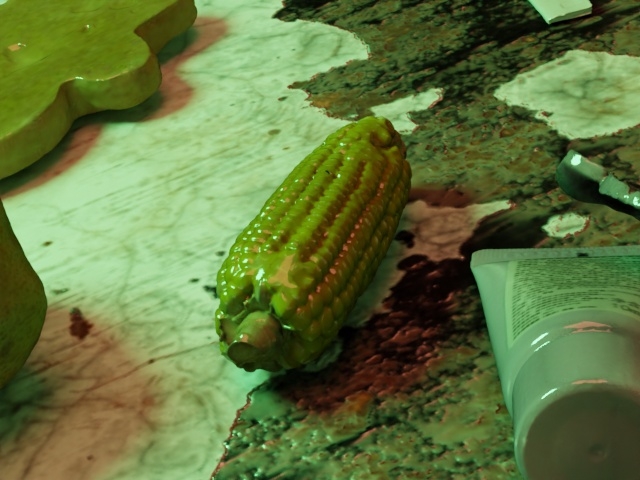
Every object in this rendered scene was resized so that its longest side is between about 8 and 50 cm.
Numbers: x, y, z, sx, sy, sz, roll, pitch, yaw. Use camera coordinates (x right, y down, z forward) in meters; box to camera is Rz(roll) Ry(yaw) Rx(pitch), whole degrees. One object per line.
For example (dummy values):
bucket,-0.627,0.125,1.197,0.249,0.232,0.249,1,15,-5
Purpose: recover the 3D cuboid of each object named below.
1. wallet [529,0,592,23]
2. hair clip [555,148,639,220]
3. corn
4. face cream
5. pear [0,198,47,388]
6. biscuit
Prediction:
wallet,0.207,-0.215,1.424,0.044,0.011,0.083,-16,35,-7
hair clip,0.241,0.006,1.005,0.146,0.056,0.187,25,18,-25
corn,0.000,0.000,1.114,0.097,0.097,0.262,6,36,24
face cream,0.165,0.060,0.997,0.154,0.096,0.274,-5,24,10
pear,-0.304,0.034,1.067,0.211,0.188,0.228,-19,35,-24
biscuit,-0.272,-0.142,1.427,0.275,0.052,0.355,13,43,31
